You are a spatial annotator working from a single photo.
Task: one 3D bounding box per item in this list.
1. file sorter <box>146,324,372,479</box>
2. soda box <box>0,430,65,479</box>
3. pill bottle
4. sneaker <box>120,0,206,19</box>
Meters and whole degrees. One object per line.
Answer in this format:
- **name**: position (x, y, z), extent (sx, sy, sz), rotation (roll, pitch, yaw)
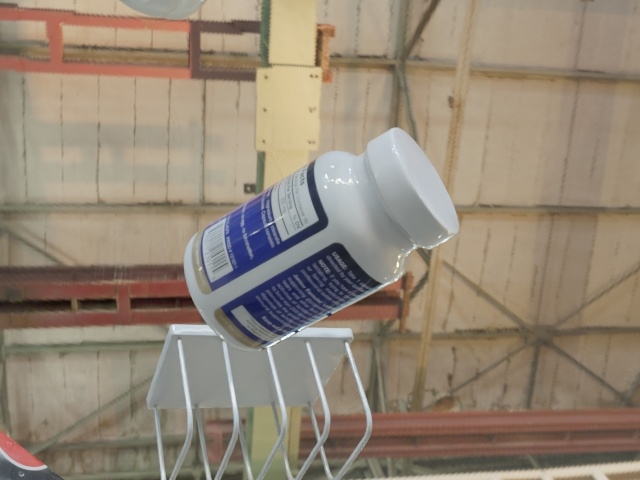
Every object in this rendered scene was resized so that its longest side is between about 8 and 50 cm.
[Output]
- **file sorter**: position (-0.093, 0.250, 1.099), extent (0.278, 0.173, 0.193), rotation (4, -45, -23)
- **soda box**: position (-0.174, 0.127, 0.361), extent (0.053, 0.060, 0.169), rotation (-29, -61, 18)
- **pill bottle**: position (0.000, 0.000, 0.792), extent (0.265, 0.153, 0.153), rotation (-29, -63, 22)
- **sneaker**: position (0.002, -0.236, 0.479), extent (0.169, 0.108, 0.292), rotation (32, -98, -42)
